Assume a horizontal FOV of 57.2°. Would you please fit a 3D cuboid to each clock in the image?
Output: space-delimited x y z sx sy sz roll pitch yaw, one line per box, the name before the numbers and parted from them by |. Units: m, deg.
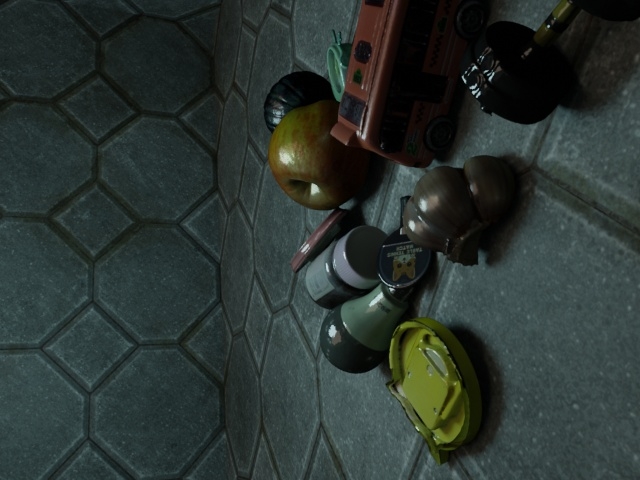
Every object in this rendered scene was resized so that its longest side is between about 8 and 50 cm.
clock | 0.246 0.302 1.255 0.277 0.071 0.294 58 150 36
clock | 0.068 -0.493 1.674 0.159 0.066 0.211 -121 17 -60
clock | 0.001 0.001 1.723 0.244 0.056 0.244 -49 -2 -2

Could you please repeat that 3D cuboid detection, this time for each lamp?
lamp | 0.109 0.190 1.464 0.182 0.181 0.314 -120 43 -52

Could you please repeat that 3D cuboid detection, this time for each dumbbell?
dumbbell | 0.361 -0.334 0.893 0.388 0.185 0.185 123 142 -52

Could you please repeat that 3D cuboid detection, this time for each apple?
apple | 0.005 -0.248 1.631 0.301 0.301 0.302 -178 90 -67

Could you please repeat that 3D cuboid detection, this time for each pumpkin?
pumpkin | -0.039 -0.389 1.795 0.248 0.248 0.248 -178 90 -67

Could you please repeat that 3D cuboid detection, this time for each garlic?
garlic | 0.258 -0.075 1.148 0.214 0.160 0.191 110 147 -42

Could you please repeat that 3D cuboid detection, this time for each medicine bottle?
medicine bottle | 0.076 0.077 1.567 0.273 0.165 0.165 138 130 -58

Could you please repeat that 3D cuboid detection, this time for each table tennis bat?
table tennis bat | 0.200 0.005 1.390 0.150 0.027 0.236 -11 64 36

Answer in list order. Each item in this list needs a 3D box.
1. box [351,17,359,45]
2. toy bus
box | 0.148 -0.536 1.603 0.226 0.042 0.161 -114 34 -47
toy bus | 0.181 -0.383 1.268 0.203 0.233 0.427 -130 47 -58
